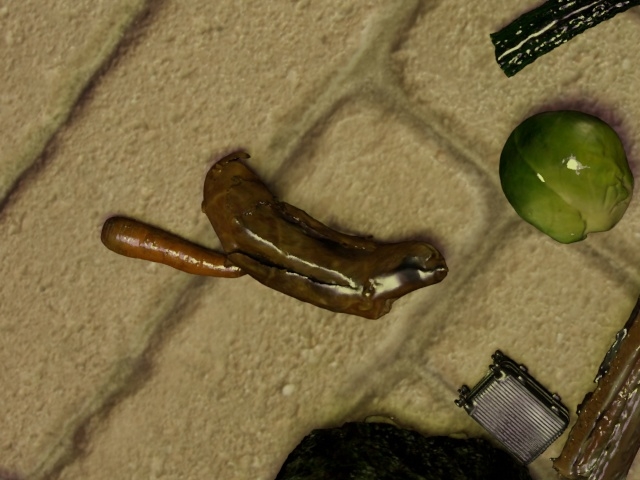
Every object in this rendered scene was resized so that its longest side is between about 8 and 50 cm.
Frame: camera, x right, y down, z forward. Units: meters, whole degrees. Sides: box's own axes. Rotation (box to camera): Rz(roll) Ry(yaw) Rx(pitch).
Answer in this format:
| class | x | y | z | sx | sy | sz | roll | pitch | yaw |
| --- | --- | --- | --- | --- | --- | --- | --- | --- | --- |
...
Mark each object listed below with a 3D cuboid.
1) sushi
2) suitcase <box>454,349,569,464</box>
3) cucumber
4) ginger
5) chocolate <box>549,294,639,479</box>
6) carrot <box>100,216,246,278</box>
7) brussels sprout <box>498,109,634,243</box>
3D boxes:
| class | x | y | z | sx | sy | sz | roll | pitch | yaw |
| --- | --- | --- | --- | --- | --- | --- | --- | --- | --- |
| sushi | 0.108 | 0.334 | 1.843 | 0.350 | 0.171 | 0.211 | 13 | 127 | 4 |
| suitcase | 0.232 | 0.202 | 1.847 | 0.126 | 0.059 | 0.086 | 41 | 109 | -2 |
| cucumber | 0.278 | -0.250 | 1.725 | 0.187 | 0.058 | 0.058 | -28 | 98 | 15 |
| ginger | -0.010 | 0.011 | 1.823 | 0.309 | 0.107 | 0.133 | 27 | 84 | 4 |
| chocolate | 0.377 | 0.151 | 1.784 | 0.102 | 0.065 | 0.329 | 13 | 109 | -32 |
| carrot | -0.176 | 0.014 | 1.883 | 0.191 | 0.047 | 0.047 | 17 | 107 | 5 |
| brussels sprout | 0.278 | -0.079 | 1.738 | 0.155 | 0.117 | 0.155 | 4 | 126 | 6 |
